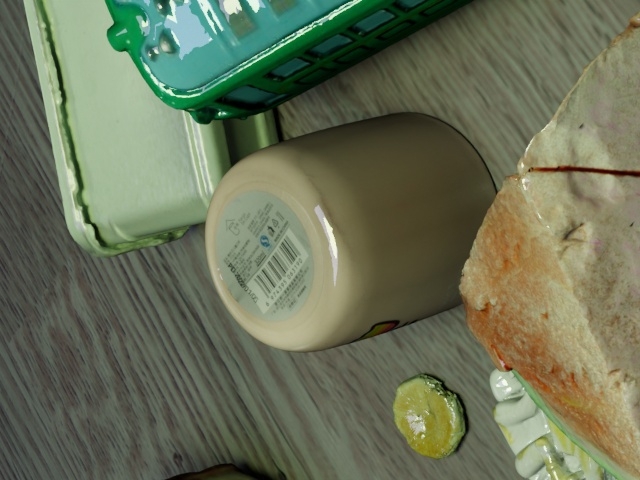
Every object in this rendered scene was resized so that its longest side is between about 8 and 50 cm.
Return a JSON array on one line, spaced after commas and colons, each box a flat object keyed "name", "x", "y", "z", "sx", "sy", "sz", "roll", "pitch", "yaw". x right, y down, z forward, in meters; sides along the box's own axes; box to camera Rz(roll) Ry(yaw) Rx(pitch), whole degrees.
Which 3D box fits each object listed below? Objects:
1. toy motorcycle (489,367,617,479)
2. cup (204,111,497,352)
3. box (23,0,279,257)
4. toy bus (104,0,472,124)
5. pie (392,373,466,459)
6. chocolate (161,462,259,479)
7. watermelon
[{"name": "toy motorcycle", "x": 0.204, "y": 0.155, "z": 0.893, "sx": 0.151, "sy": 0.074, "sz": 0.228, "roll": 17, "pitch": 114, "yaw": 41}, {"name": "cup", "x": 0.000, "y": 0.000, "z": 0.949, "sx": 0.253, "sy": 0.200, "sz": 0.191, "roll": -15, "pitch": 91, "yaw": 44}, {"name": "box", "x": -0.156, "y": -0.150, "z": 1.083, "sx": 0.183, "sy": 0.175, "sz": 0.311, "roll": -7, "pitch": 96, "yaw": 35}, {"name": "toy bus", "x": -0.007, "y": -0.227, "z": 0.834, "sx": 0.344, "sy": 0.199, "sz": 0.183, "roll": -27, "pitch": 91, "yaw": 23}, {"name": "pie", "x": 0.103, "y": 0.169, "z": 1.024, "sx": 0.084, "sy": 0.020, "sz": 0.084, "roll": 11, "pitch": 107, "yaw": 41}, {"name": "chocolate", "x": -0.115, "y": 0.364, "z": 1.162, "sx": 0.284, "sy": 0.186, "sz": 0.283, "roll": 25, "pitch": 126, "yaw": 40}, {"name": "watermelon", "x": 0.215, "y": -0.033, "z": 0.759, "sx": 0.319, "sy": 0.292, "sz": 0.222, "roll": 51, "pitch": 166, "yaw": -23}]
